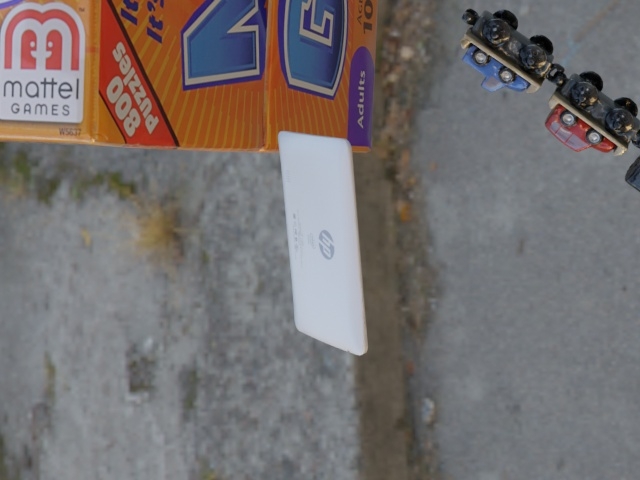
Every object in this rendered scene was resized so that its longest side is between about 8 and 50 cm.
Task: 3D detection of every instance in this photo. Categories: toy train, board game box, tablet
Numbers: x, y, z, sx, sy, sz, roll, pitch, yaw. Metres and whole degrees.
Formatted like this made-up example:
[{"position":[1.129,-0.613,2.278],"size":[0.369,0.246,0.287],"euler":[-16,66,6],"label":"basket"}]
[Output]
[{"position":[0.133,-0.063,0.604],"size":[0.036,0.158,0.027],"euler":[-54,0,31],"label":"toy train"},{"position":[-0.186,-0.243,0.807],"size":[0.356,0.356,0.356],"euler":[5,96,25],"label":"board game box"},{"position":[0.000,0.000,0.470],"size":[0.054,0.006,0.083],"euler":[16,114,58],"label":"tablet"}]
